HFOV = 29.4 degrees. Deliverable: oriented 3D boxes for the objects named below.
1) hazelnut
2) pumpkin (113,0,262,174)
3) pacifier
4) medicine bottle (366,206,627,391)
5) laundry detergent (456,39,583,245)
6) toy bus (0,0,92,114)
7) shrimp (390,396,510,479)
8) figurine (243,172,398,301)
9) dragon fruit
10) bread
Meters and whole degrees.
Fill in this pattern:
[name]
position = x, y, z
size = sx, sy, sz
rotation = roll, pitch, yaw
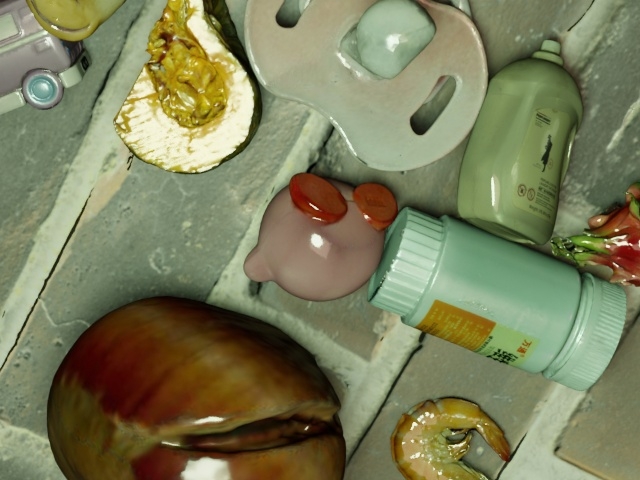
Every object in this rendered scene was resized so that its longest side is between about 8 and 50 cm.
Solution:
[hazelnut]
position = -0.156, 0.244, 1.561
size = 0.409, 0.359, 0.359
rotation = 23, 111, 33
[pumpkin]
position = -0.190, -0.223, 1.542
size = 0.190, 0.139, 0.281
rotation = -21, 105, 6
[pacifier]
position = 0.065, -0.235, 1.501
size = 0.332, 0.273, 0.220
rotation = 37, 120, -11
[medicine bottle]
position = 0.229, 0.074, 1.628
size = 0.318, 0.158, 0.158
rotation = 22, 107, -7
[laundry detergent]
position = 0.266, -0.131, 1.559
size = 0.181, 0.091, 0.253
rotation = 22, 81, -44
[toy bus]
position = -0.407, -0.227, 1.539
size = 0.202, 0.142, 0.142
rotation = -21, 112, 6
[shrimp]
position = 0.216, 0.324, 1.761
size = 0.248, 0.068, 0.150
rotation = 38, 99, -6
[figurine]
position = 0.000, 0.000, 1.602
size = 0.173, 0.173, 0.173
rotation = 0, 108, 0
[dragon fruit]
position = 0.413, -0.005, 1.606
size = 0.235, 0.135, 0.137
rotation = 11, 108, -14
[bread]
position = -0.272, -0.343, 1.475
size = 0.081, 0.225, 0.134
rotation = 0, 129, 39
